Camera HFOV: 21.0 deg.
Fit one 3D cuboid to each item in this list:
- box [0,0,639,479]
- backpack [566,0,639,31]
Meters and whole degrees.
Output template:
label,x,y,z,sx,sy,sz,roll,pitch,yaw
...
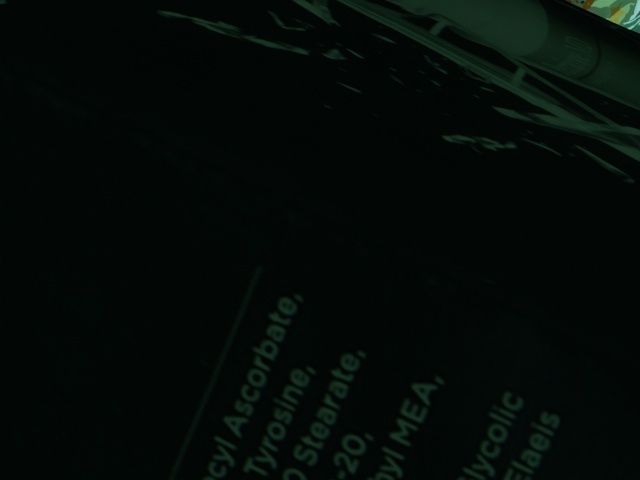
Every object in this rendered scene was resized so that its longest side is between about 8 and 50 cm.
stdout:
label,x,y,z,sx,sy,sz,roll,pitch,yaw
box,0.066,0.083,0.694,0.297,0.471,0.480,-68,171,19
backpack,0.146,-0.226,1.176,0.253,0.225,0.191,-47,156,-53
